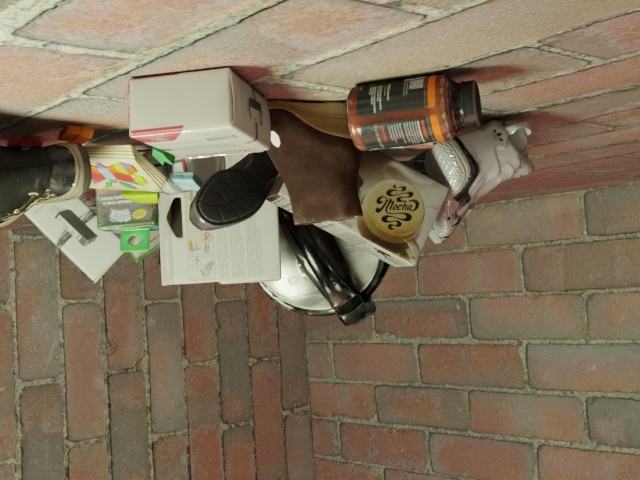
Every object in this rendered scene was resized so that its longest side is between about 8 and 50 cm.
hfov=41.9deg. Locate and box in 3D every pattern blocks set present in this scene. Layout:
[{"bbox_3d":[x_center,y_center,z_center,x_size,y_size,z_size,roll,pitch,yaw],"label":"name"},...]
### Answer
[{"bbox_3d":[-0.403,-0.136,1.596,0.325,0.026,0.285,-3,155,30],"label":"pattern blocks set"}]

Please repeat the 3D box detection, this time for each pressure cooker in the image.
[{"bbox_3d":[0.004,-0.004,2.110,0.370,0.375,0.420,18,-172,5],"label":"pressure cooker"}]

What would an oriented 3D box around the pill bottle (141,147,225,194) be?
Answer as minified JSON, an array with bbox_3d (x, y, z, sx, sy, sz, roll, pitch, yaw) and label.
[{"bbox_3d":[-0.292,-0.149,1.700,0.180,0.107,0.108,-5,177,35],"label":"pill bottle"}]

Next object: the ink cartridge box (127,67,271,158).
[{"bbox_3d":[-0.177,-0.188,1.275,0.159,0.092,0.218,-4,175,10],"label":"ink cartridge box"}]

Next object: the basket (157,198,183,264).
[{"bbox_3d":[-0.366,-0.051,2.314,0.154,0.226,0.204,-6,177,32],"label":"basket"}]

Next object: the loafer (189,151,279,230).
[{"bbox_3d":[-0.160,-0.099,1.638,0.095,0.109,0.302,-36,-171,45],"label":"loafer"}]

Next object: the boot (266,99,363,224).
[{"bbox_3d":[-0.051,-0.130,1.420,0.249,0.206,0.090,-3,177,-7],"label":"boot"}]

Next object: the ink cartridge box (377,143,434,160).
[{"bbox_3d":[0.140,-0.198,1.668,0.115,0.067,0.198,-3,177,-10],"label":"ink cartridge box"}]

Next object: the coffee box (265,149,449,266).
[{"bbox_3d":[0.069,-0.088,1.598,0.297,0.168,0.119,28,170,-11],"label":"coffee box"}]

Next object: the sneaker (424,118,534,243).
[{"bbox_3d":[0.318,-0.122,1.744,0.210,0.137,0.365,-23,158,-11],"label":"sneaker"}]

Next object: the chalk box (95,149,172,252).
[{"bbox_3d":[-0.409,-0.081,1.836,0.133,0.212,0.132,-4,177,7],"label":"chalk box"}]

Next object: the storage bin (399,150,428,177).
[{"bbox_3d":[0.205,-0.182,1.889,0.122,0.084,0.180,-3,176,-14],"label":"storage bin"}]

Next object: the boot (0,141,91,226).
[{"bbox_3d":[-0.622,-0.092,1.448,0.378,0.138,0.284,-8,-179,31],"label":"boot"}]

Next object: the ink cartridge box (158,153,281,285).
[{"bbox_3d":[-0.224,-0.052,1.836,0.261,0.296,0.066,-2,177,-12],"label":"ink cartridge box"}]

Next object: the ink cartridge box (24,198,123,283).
[{"bbox_3d":[-0.584,-0.033,1.948,0.114,0.273,0.197,-45,-172,-14],"label":"ink cartridge box"}]

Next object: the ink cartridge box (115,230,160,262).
[{"bbox_3d":[-0.477,-0.057,2.133,0.093,0.160,0.219,-34,173,-21],"label":"ink cartridge box"}]

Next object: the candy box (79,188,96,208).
[{"bbox_3d":[-0.627,-0.114,2.282,0.165,0.070,0.196,-4,177,9],"label":"candy box"}]

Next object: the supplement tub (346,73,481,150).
[{"bbox_3d":[0.147,-0.200,1.300,0.198,0.105,0.106,-4,177,20],"label":"supplement tub"}]
